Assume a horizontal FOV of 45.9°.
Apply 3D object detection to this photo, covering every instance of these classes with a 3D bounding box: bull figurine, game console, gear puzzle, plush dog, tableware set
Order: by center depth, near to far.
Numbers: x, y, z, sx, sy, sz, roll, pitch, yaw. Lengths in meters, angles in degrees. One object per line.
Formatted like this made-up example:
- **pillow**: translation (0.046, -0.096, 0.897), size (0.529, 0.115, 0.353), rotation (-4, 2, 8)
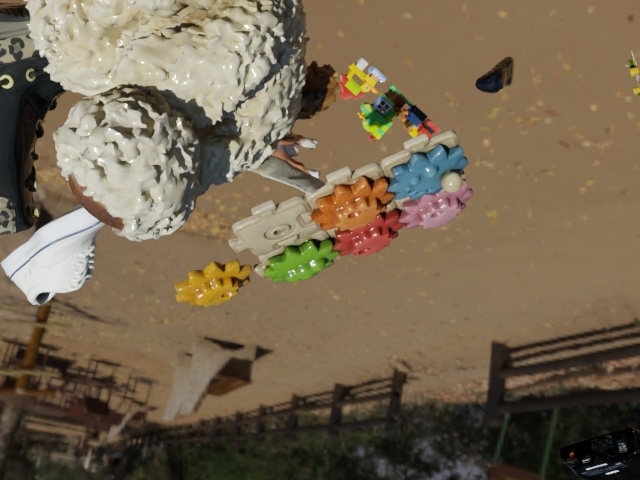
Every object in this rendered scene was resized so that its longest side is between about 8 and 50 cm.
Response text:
- **plush dog**: translation (-0.072, -0.160, 0.461), size (0.210, 0.262, 0.225), rotation (-10, 138, -18)
- **gear puzzle**: translation (0.000, 0.000, 0.788), size (0.338, 0.044, 0.175), rotation (-23, 155, 5)
- **game console**: translation (0.505, 0.265, 0.961), size (0.213, 0.044, 0.361), rotation (25, 141, -29)
- **bull figurine**: translation (-0.131, -0.196, 1.480), size (0.188, 0.101, 0.310), rotation (15, -172, -37)
- **tableware set**: translation (0.821, -0.414, 1.970), size (0.024, 0.104, 0.154), rotation (-18, 154, 21)

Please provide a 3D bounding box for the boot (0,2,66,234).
- **boot**: translation (-0.245, -0.106, 0.639), size (0.085, 0.179, 0.236), rotation (21, -154, 38)

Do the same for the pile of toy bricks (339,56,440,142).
- **pile of toy bricks**: translation (0.122, -0.240, 1.453), size (0.212, 0.105, 0.118), rotation (38, -170, -24)

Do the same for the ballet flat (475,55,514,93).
- **ballet flat**: translation (0.338, -0.318, 1.441), size (0.049, 0.057, 0.173), rotation (7, -158, 24)

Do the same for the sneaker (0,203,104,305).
- **sneaker**: translation (-0.333, 0.016, 1.010), size (0.258, 0.094, 0.091), rotation (-27, 101, 45)
